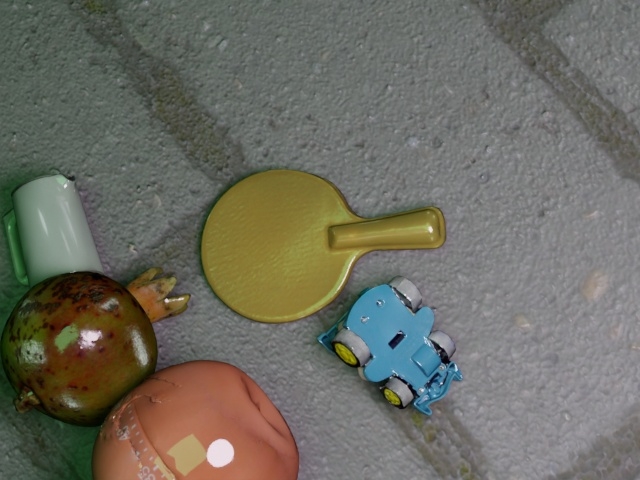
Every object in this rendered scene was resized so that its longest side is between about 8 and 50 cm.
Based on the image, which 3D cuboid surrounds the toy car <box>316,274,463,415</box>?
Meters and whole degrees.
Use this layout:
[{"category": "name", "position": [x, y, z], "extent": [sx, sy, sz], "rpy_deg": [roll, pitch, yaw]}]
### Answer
[{"category": "toy car", "position": [0.087, 0.132, 1.704], "extent": [0.161, 0.098, 0.126], "rpy_deg": [48, 66, -10]}]

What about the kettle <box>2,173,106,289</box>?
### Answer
[{"category": "kettle", "position": [-0.349, 0.001, 1.833], "extent": [0.098, 0.127, 0.148], "rpy_deg": [-11, 69, -23]}]

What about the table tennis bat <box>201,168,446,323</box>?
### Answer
[{"category": "table tennis bat", "position": [0.000, 0.000, 1.764], "extent": [0.321, 0.050, 0.198], "rpy_deg": [-7, 76, 15]}]

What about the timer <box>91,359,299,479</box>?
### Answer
[{"category": "timer", "position": [-0.147, 0.260, 1.641], "extent": [0.215, 0.229, 0.229], "rpy_deg": [-37, 71, 5]}]

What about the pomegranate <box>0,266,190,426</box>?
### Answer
[{"category": "pomegranate", "position": [-0.269, 0.130, 1.734], "extent": [0.246, 0.198, 0.198], "rpy_deg": [-6, 72, -25]}]
